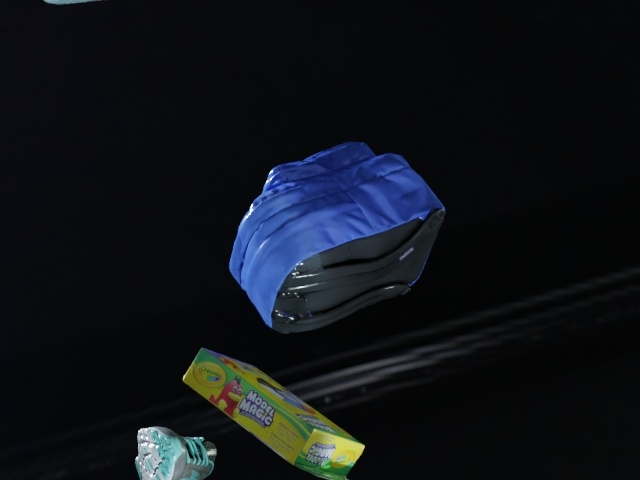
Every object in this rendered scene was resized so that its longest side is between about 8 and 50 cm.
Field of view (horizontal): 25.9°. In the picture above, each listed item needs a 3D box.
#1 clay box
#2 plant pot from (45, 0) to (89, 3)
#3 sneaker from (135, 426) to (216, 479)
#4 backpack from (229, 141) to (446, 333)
[{"bbox_3d":[-0.045,0.211,1.636,0.222,0.127,0.053,31,-89,33],"label":"clay box"},{"bbox_3d":[-0.110,-0.350,1.203,0.248,0.247,0.252,-10,-173,-25],"label":"plant pot"},{"bbox_3d":[-0.138,0.211,1.364,0.076,0.166,0.065,-18,-104,-16],"label":"sneaker"},{"bbox_3d":[0.000,0.000,0.883,0.120,0.098,0.101,-24,-124,-28],"label":"backpack"}]
